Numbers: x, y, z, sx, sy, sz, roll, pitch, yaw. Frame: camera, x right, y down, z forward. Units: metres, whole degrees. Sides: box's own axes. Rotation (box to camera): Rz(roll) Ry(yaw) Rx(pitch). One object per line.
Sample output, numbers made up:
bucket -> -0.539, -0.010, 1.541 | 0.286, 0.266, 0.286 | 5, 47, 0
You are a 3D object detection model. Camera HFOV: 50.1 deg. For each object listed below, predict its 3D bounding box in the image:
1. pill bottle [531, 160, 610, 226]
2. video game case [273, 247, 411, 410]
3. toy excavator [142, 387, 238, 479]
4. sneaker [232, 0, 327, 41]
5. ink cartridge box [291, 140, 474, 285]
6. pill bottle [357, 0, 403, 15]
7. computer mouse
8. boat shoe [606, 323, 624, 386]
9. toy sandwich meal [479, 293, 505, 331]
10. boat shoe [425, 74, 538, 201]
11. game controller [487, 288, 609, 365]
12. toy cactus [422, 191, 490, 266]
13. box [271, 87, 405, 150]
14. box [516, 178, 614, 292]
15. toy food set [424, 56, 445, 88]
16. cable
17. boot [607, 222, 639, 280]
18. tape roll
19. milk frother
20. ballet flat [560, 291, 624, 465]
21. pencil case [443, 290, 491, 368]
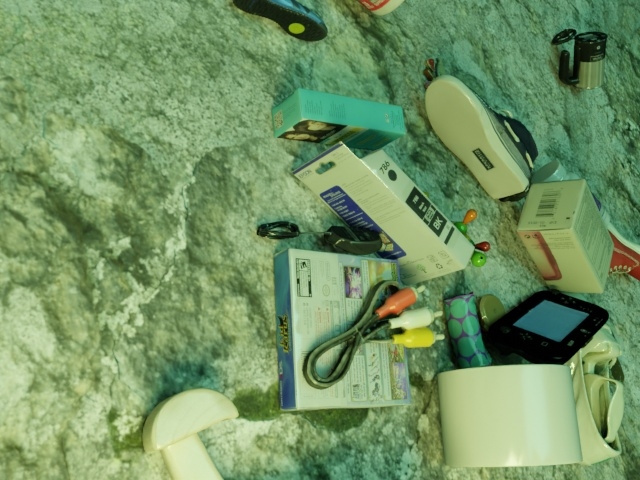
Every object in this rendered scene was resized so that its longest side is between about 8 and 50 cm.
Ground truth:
pill bottle -> 0.598, -0.096, 1.650 | 0.193, 0.108, 0.108 | 46, 55, -16
video game case -> 0.039, 0.159, 1.207 | 0.244, 0.061, 0.269 | 7, 72, -33
toy excavator -> -0.037, 0.441, 0.993 | 0.445, 0.222, 0.432 | 8, 70, -24
sneaker -> -0.072, -0.457, 1.316 | 0.209, 0.069, 0.082 | 19, 62, -29
ink cartridge box -> 0.116, -0.057, 1.263 | 0.333, 0.165, 0.065 | 44, 56, -18
pill bottle -> 0.051, -0.616, 1.383 | 0.319, 0.176, 0.176 | 29, 61, -24
computer mouse -> 0.000, 0.000, 1.224 | 0.242, 0.071, 0.041 | 5, 114, -20
boat shoe -> 0.681, 0.272, 1.641 | 0.056, 0.048, 0.153 | -5, 71, -24
toy sandwich meal -> 0.361, 0.156, 1.457 | 0.086, 0.029, 0.085 | 14, 65, -32
boat shoe -> 0.367, -0.255, 1.540 | 0.340, 0.127, 0.158 | 51, 49, -22
game controller -> 0.481, 0.177, 1.431 | 0.319, 0.167, 0.067 | -21, 113, -48
toy cactus -> 0.257, -0.028, 1.381 | 0.180, 0.219, 0.112 | 8, 111, -63
box -> 0.037, -0.226, 1.300 | 0.244, 0.100, 0.060 | 2, 76, -34
box -> 0.554, -0.006, 1.539 | 0.232, 0.127, 0.148 | 51, 52, -35
toy food set -> 0.264, -0.365, 1.553 | 0.078, 0.019, 0.122 | 0, 76, -35
cable -> 0.086, 0.147, 1.160 | 0.287, 0.072, 0.139 | -16, 80, -38
boot -> 0.736, 0.075, 1.711 | 0.244, 0.088, 0.176 | 35, 59, -12
tape roll -> 0.342, 0.322, 1.256 | 0.246, 0.246, 0.169 | 8, 72, -33
milk frother -> 0.702, -0.497, 1.862 | 0.143, 0.129, 0.134 | -81, 164, -55
ballet flat -> 0.612, 0.294, 1.526 | 0.139, 0.139, 0.400 | 17, 66, -30
pencil case -> 0.296, 0.182, 1.379 | 0.070, 0.064, 0.151 | -10, 82, -21
